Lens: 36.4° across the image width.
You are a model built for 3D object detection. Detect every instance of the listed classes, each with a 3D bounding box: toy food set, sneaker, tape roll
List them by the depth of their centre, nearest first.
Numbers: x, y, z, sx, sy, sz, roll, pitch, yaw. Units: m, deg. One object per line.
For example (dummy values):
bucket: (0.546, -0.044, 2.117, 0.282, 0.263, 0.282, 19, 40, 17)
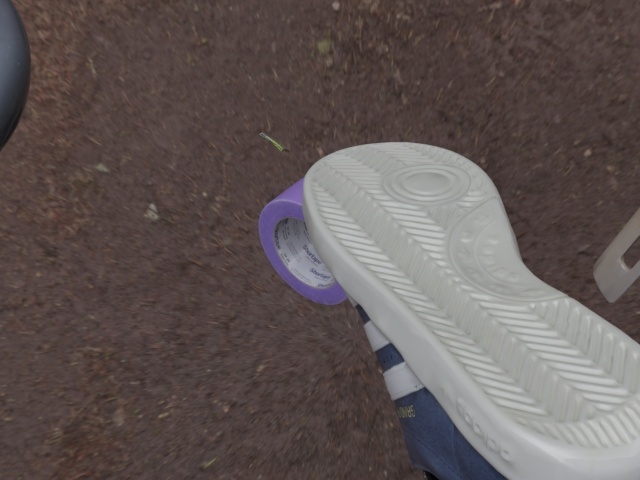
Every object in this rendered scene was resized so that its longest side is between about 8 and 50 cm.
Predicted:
sneaker: (0.078, 0.064, 0.603, 0.131, 0.350, 0.148, -12, 125, -11)
toy food set: (0.534, -0.055, 1.394, 0.306, 0.219, 0.092, -37, 71, -29)
tape roll: (0.000, 0.000, 1.497, 0.189, 0.189, 0.080, 46, 55, 6)

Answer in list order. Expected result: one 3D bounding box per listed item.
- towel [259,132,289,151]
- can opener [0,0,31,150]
towel: (-0.092, -0.197, 1.969, 0.060, 0.083, 0.009, 37, 97, 3)
can opener: (-0.193, -0.125, 0.496, 0.095, 0.076, 0.283, 3, 41, -16)
